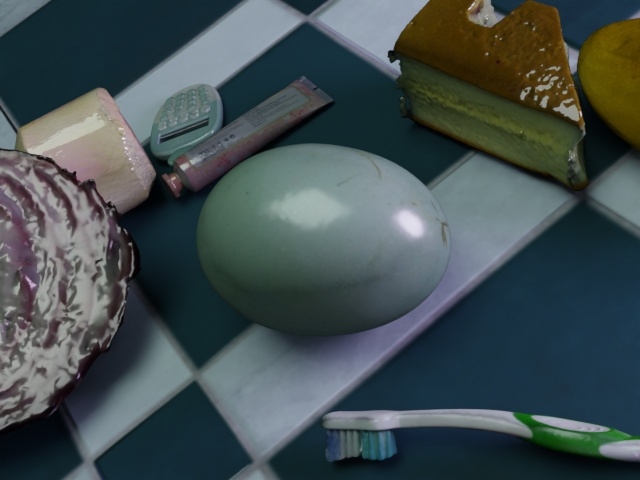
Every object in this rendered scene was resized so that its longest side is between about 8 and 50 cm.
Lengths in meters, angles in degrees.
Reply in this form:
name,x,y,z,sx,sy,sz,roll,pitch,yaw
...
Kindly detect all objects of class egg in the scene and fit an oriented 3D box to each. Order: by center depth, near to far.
name,x,y,z,sx,sy,sz,roll,pitch,yaw
egg,0.000,0.000,0.821,0.231,0.168,0.168,4,53,26

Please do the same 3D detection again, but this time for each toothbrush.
name,x,y,z,sx,sy,sz,roll,pitch,yaw
toothbrush,0.192,0.140,0.682,0.418,0.042,0.040,-6,89,24

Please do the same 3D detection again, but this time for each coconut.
name,x,y,z,sx,sy,sz,roll,pitch,yaw
coconut,-0.273,-0.081,1.057,0.153,0.147,0.147,-32,43,-7

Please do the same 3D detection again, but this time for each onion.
name,x,y,z,sx,sy,sz,roll,pitch,yaw
onion,-0.319,0.074,0.958,0.280,0.146,0.314,10,70,10

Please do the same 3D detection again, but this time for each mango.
name,x,y,z,sx,sy,sz,roll,pitch,yaw
mango,0.347,-0.130,0.788,0.317,0.119,0.176,23,71,44

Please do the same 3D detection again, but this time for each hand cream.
name,x,y,z,sx,sy,sz,roll,pitch,yaw
hand cream,-0.086,-0.118,1.072,0.210,0.043,0.067,-34,45,-11

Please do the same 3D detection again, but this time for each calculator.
name,x,y,z,sx,sy,sz,roll,pitch,yaw
calculator,-0.161,-0.138,1.139,0.095,0.021,0.153,-19,44,12

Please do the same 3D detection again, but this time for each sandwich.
name,x,y,z,sx,sy,sz,roll,pitch,yaw
sandwich,0.183,-0.146,0.892,0.128,0.122,0.236,-47,48,-11
